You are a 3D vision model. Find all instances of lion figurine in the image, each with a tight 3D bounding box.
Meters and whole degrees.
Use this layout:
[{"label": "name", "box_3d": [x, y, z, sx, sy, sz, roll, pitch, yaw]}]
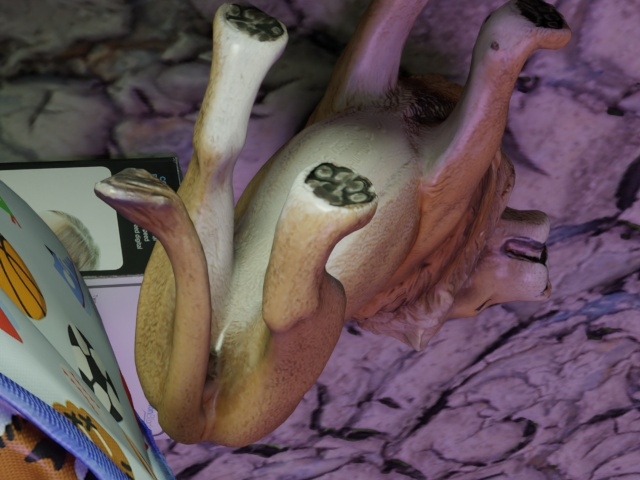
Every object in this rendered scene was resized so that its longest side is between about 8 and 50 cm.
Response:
[{"label": "lion figurine", "box_3d": [0.000, 0.000, 0.703, 0.392, 0.142, 0.240, -29, 149, -50]}]

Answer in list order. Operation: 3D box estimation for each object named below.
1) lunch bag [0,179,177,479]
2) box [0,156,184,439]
[{"label": "lunch bag", "box_3d": [-0.219, 0.056, 0.565, 0.385, 0.328, 0.239, 28, 99, -30]}, {"label": "box", "box_3d": [-0.220, 0.043, 0.836, 0.290, 0.087, 0.169, -3, 142, -13]}]
